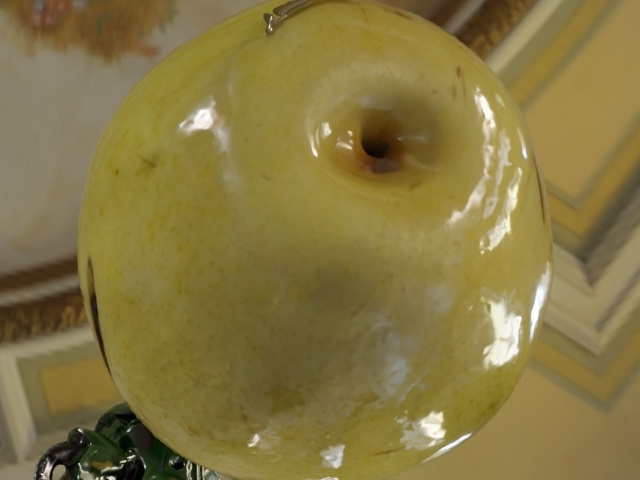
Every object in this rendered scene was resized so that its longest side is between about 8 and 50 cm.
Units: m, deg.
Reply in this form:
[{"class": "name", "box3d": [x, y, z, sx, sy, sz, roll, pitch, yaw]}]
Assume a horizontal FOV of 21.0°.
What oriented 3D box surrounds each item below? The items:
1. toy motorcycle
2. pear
[{"class": "toy motorcycle", "box3d": [-0.096, 0.229, 1.399, 0.275, 0.187, 0.125, 43, -48, -7]}, {"class": "pear", "box3d": [0.000, 0.000, 1.071, 0.309, 0.309, 0.309, -2, -72, -6]}]
